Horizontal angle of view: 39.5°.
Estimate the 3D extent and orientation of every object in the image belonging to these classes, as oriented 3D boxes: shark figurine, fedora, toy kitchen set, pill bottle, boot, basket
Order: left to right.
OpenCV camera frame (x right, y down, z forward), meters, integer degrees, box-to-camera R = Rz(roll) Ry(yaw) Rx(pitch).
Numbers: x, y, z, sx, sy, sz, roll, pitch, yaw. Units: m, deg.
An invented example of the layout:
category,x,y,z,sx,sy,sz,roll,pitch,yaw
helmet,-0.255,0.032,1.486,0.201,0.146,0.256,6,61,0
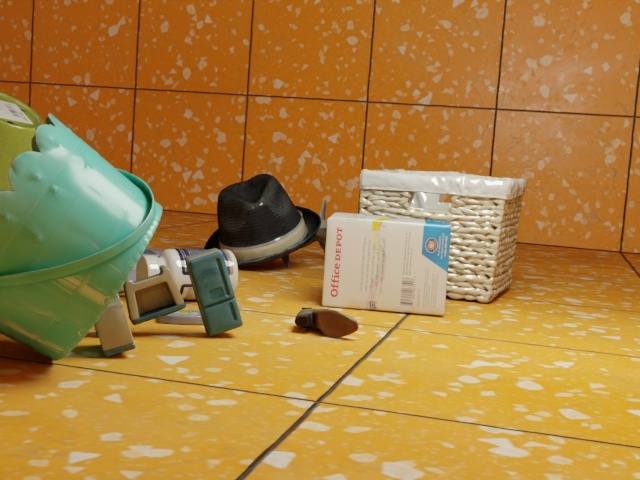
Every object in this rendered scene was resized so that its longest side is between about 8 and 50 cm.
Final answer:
category,x,y,z,sx,sy,sz,roll,pitch,yaw
toy kitchen set,-0.210,0.108,1.252,0.207,0.122,0.166,-19,12,-16
pill bottle,-0.244,0.061,1.620,0.169,0.094,0.094,1,6,-30
fedora,-0.160,-0.065,2.179,0.334,0.152,0.334,-15,21,6
shark figurine,-0.010,-0.015,2.298,0.116,0.166,0.278,20,14,32
boot,0.016,0.126,1.425,0.118,0.042,0.087,7,4,20
basket,0.271,-0.022,1.989,0.328,0.266,0.331,6,5,19

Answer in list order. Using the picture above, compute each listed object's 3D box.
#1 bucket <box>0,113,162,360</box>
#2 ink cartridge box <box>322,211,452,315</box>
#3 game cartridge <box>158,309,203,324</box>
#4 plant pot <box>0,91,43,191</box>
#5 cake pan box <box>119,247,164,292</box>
category,x,y,z,sx,sy,sz,roll,pitch,yaw
bucket,-0.339,0.001,1.112,0.183,0.281,0.281,36,-5,-18
ink cartridge box,0.128,0.040,1.717,0.232,0.171,0.168,5,5,6
game cartridge,-0.217,0.122,1.425,0.083,0.017,0.056,3,9,-12
plant pot,-0.593,-0.102,1.514,0.274,0.293,0.275,28,17,-9
cake pan box,-0.454,0.047,1.765,0.266,0.070,0.246,6,4,18
